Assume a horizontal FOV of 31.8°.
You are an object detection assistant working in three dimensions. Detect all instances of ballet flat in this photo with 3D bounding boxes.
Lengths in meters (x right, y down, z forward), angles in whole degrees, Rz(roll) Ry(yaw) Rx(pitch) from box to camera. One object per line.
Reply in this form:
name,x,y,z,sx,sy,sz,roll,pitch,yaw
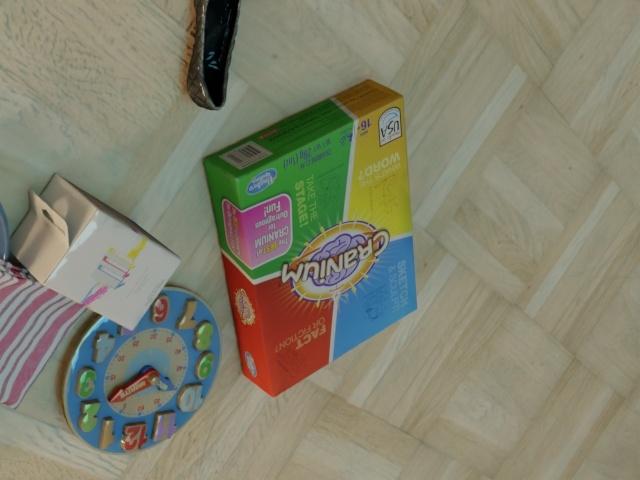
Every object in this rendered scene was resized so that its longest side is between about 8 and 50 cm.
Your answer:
ballet flat,-0.098,-0.214,1.119,0.057,0.049,0.173,-11,121,-40

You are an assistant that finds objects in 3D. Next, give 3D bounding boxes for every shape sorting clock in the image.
shape sorting clock,-0.194,0.147,1.255,0.206,0.040,0.206,-23,128,-32

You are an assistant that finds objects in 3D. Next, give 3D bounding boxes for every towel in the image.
towel,-0.311,0.095,1.087,0.144,0.029,0.197,-54,154,1

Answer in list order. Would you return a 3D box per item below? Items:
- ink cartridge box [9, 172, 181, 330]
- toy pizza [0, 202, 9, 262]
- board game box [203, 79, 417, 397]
ink cartridge box,-0.228,0.009,1.101,0.090,0.092,0.143,-55,137,-1
toy pizza,-0.377,0.016,1.010,0.201,0.032,0.201,-23,128,-32
board game box,0.000,0.000,1.329,0.242,0.064,0.316,-29,131,-27
